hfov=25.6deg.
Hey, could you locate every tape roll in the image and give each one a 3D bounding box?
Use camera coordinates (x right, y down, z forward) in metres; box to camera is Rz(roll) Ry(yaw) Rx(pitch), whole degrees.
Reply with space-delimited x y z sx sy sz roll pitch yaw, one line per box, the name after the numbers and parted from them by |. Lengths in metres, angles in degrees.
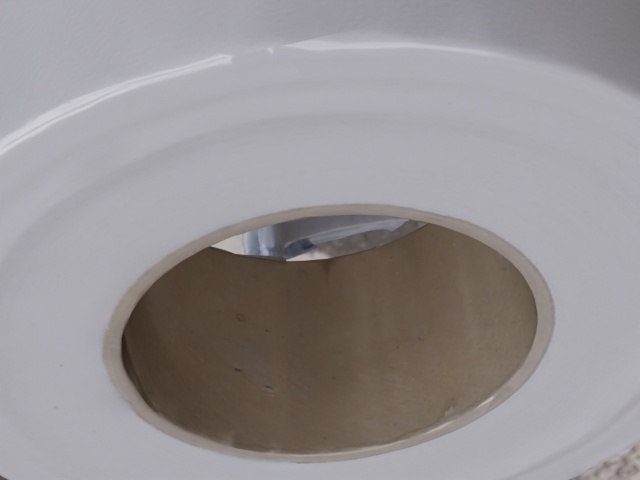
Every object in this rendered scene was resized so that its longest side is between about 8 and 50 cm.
0.000 0.000 0.495 0.286 0.286 0.100 -37 42 33 | tape roll

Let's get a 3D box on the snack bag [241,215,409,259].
0.004 -0.161 0.803 0.037 0.323 0.343 -1 94 15 | snack bag
